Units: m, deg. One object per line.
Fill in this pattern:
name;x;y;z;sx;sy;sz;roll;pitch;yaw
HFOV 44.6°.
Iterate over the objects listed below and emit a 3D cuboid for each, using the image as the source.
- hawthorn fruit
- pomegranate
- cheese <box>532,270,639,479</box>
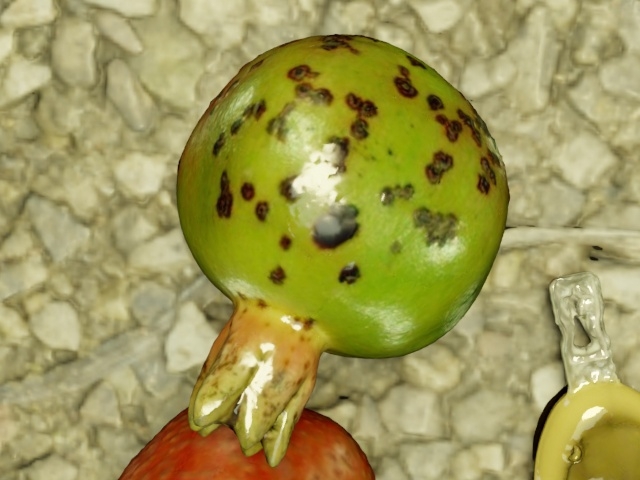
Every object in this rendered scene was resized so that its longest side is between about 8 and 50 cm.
hawthorn fruit;-0.048;0.165;0.378;0.162;0.203;0.163;1;95;10
pomegranate;0.000;0.000;0.367;0.159;0.159;0.205;24;70;3
cheese;0.154;0.097;0.433;0.086;0.036;0.163;-11;96;6
